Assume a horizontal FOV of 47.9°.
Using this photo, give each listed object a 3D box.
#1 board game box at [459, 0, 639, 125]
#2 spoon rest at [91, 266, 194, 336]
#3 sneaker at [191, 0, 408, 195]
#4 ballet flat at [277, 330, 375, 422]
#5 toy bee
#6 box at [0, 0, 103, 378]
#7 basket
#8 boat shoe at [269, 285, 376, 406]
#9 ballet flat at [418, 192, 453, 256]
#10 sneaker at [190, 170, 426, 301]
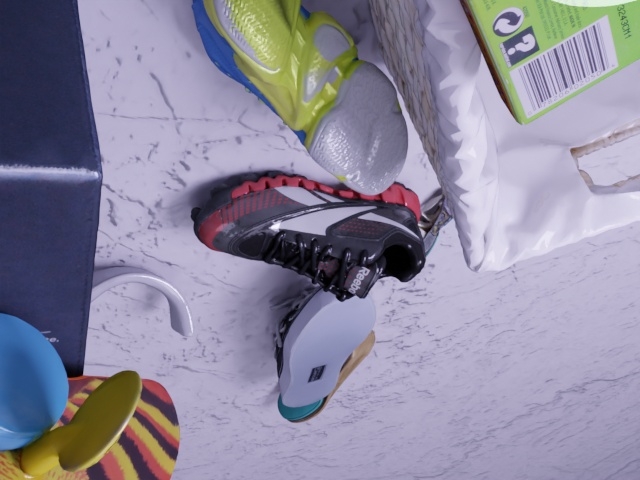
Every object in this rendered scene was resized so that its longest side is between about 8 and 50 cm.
[{"bbox_3d":[0.182,-0.161,0.308,0.259,0.039,0.124,-28,139,13],"label":"board game box"},{"bbox_3d":[-0.276,0.075,0.792,0.276,0.137,0.084,-1,99,-33],"label":"spoon rest"},{"bbox_3d":[-0.019,-0.140,0.607,0.091,0.126,0.240,-45,127,-8],"label":"sneaker"},{"bbox_3d":[0.013,0.210,1.119,0.073,0.080,0.232,-7,146,-41],"label":"ballet flat"},{"bbox_3d":[-0.190,0.126,0.347,0.298,0.162,0.195,10,136,-35],"label":"toy bee"},{"bbox_3d":[-0.288,-0.012,0.508,0.212,0.293,0.395,-2,141,-23],"label":"box"},{"bbox_3d":[0.197,-0.205,0.503,0.328,0.266,0.331,-21,144,2],"label":"basket"},{"bbox_3d":[-0.008,0.118,0.965,0.113,0.105,0.306,-13,150,-15],"label":"boat shoe"},{"bbox_3d":[0.140,-0.023,0.912,0.041,0.041,0.114,3,138,-28],"label":"ballet flat"},{"bbox_3d":[0.000,0.000,0.790,0.276,0.135,0.097,1,141,-24],"label":"sneaker"}]
